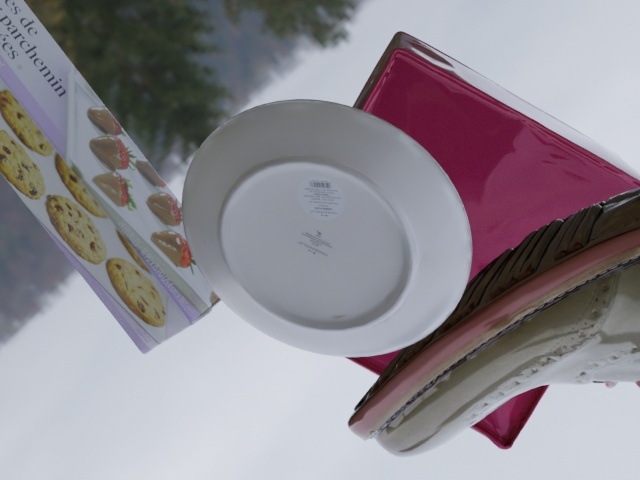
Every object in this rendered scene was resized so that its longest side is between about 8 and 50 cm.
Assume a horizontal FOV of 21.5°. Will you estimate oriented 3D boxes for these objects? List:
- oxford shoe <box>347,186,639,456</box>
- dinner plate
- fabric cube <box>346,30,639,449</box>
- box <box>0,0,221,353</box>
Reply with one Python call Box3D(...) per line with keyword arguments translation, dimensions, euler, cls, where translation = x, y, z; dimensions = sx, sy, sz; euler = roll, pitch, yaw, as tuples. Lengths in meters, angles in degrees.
Box3D(translation=(0.164, 0.041, 0.844), dimensions=(0.348, 0.130, 0.123), euler=(-34, -174, 30), cls="oxford shoe")
Box3D(translation=(0.000, 0.000, 0.782), dimensions=(0.141, 0.141, 0.017), euler=(-34, -164, 32), cls="dinner plate")
Box3D(translation=(0.113, -0.010, 1.482), dimensions=(0.259, 0.254, 0.258), euler=(-60, -176, 10), cls="fabric cube")
Box3D(translation=(-0.183, -0.072, 1.136), dimensions=(0.067, 0.324, 0.063), euler=(-31, -172, 42), cls="box")
